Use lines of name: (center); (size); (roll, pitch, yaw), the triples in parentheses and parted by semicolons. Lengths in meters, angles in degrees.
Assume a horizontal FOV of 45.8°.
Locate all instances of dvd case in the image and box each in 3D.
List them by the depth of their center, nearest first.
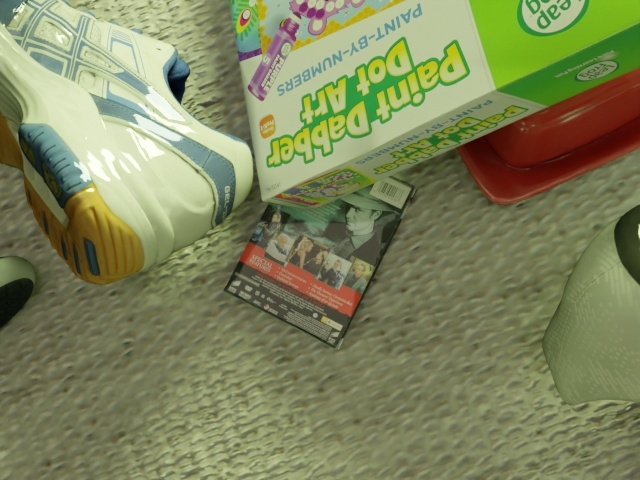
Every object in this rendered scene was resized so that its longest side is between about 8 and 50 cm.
dvd case: (0.000, 0.000, 0.505); (0.087, 0.013, 0.120); (25, 86, 10)

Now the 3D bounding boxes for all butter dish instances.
butter dish: (0.143, -0.127, 0.453); (0.159, 0.118, 0.160); (-25, 79, 2)

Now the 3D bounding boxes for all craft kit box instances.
craft kit box: (0.048, -0.172, 0.434); (0.249, 0.061, 0.247); (-22, 74, 38)

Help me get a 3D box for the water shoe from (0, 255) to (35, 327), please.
water shoe: (-0.291, 0.051, 0.503); (0.203, 0.073, 0.080); (-31, 77, 1)

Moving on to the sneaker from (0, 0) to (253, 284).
sneaker: (-0.161, -0.101, 0.508); (0.131, 0.112, 0.296); (-27, 66, -30)

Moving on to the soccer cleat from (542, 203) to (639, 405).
soccer cleat: (0.282, 0.050, 0.425); (0.331, 0.143, 0.116); (8, 49, -11)
